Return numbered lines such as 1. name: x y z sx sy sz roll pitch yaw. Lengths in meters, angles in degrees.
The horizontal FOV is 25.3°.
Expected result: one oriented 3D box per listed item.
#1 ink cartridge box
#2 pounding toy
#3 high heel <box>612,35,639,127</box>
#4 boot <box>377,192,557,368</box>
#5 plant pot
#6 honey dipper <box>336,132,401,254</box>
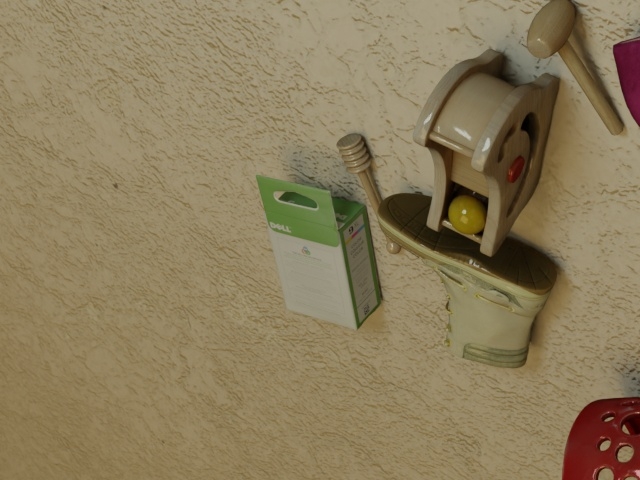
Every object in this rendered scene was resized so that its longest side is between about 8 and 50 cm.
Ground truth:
1. ink cartridge box: 0.000 0.000 1.702 0.109 0.062 0.209 15 134 32
2. pounding toy: 0.187 -0.087 1.371 0.155 0.154 0.269 27 140 21
3. high heel: 0.379 -0.196 1.139 0.377 0.127 0.181 -48 65 41
4. boot: 0.151 0.049 1.601 0.213 0.077 0.165 27 142 17
5. plant pot: 0.372 0.257 1.503 0.174 0.191 0.191 -10 118 41
6. honey dipper: 0.061 -0.049 1.629 0.030 0.030 0.161 3 130 41
